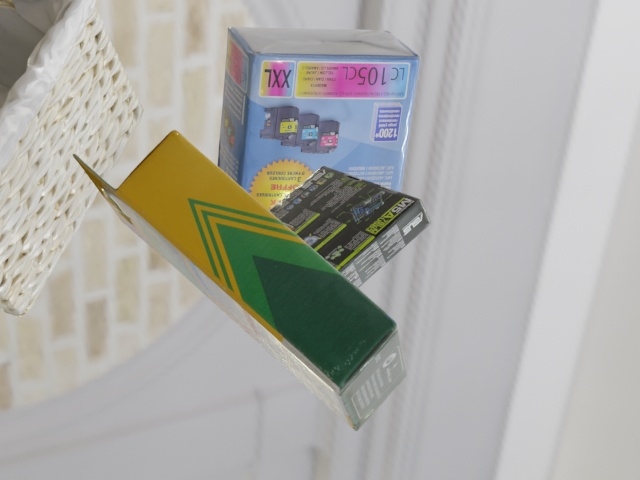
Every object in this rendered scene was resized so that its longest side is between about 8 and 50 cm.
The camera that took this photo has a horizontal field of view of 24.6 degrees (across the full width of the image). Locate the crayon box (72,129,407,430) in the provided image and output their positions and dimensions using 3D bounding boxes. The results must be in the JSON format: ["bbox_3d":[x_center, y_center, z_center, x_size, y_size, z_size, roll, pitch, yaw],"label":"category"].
[{"bbox_3d":[-0.066,0.025,1.347,0.323,0.083,0.203,40,-9,15],"label":"crayon box"}]

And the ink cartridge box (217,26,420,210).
[{"bbox_3d":[-0.015,-0.121,2.269,0.151,0.270,0.395,-121,-146,-59],"label":"ink cartridge box"}]

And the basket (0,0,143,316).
[{"bbox_3d":[-0.423,-0.128,1.647,0.328,0.331,0.266,18,-22,21],"label":"basket"}]

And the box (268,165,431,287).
[{"bbox_3d":[0.000,0.000,1.696,0.184,0.190,0.045,23,-34,46],"label":"box"}]
